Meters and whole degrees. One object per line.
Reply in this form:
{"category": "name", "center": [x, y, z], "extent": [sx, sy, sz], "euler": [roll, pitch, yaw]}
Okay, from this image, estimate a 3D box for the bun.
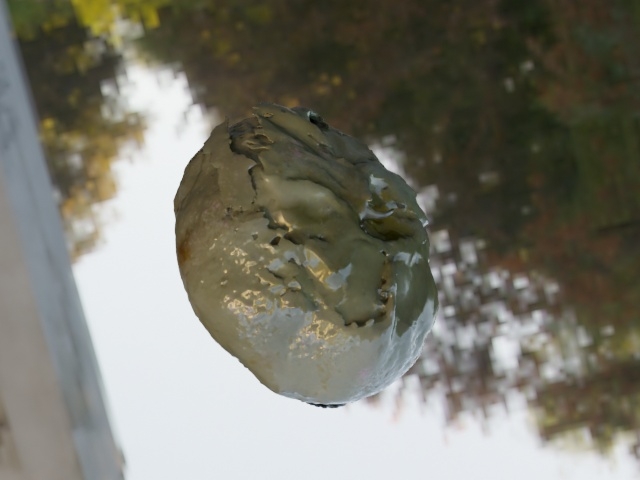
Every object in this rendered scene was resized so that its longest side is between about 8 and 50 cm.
{"category": "bun", "center": [0.000, 0.000, 1.423], "extent": [0.141, 0.239, 0.239], "euler": [-34, -179, 31]}
